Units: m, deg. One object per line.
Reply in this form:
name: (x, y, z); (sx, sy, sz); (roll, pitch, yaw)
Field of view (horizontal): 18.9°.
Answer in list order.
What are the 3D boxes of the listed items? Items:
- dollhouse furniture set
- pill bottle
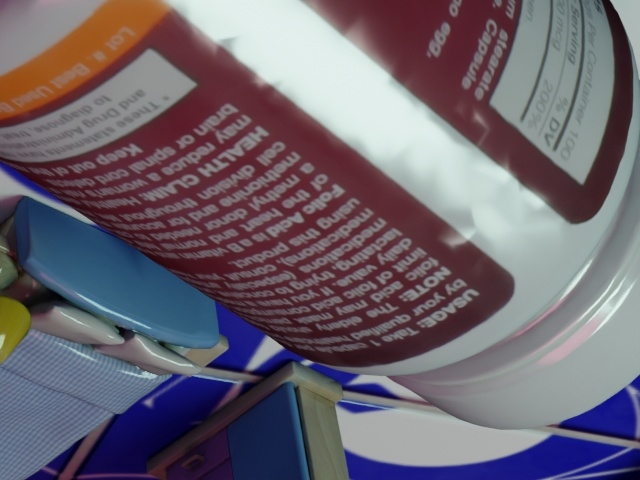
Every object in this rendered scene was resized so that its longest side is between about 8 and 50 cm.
dollhouse furniture set: (-0.158, 0.168, 1.122); (0.286, 0.198, 0.303); (-36, 134, 28)
pill bottle: (-0.002, -0.077, 0.837); (0.224, 0.224, 0.392); (-31, 136, 24)
